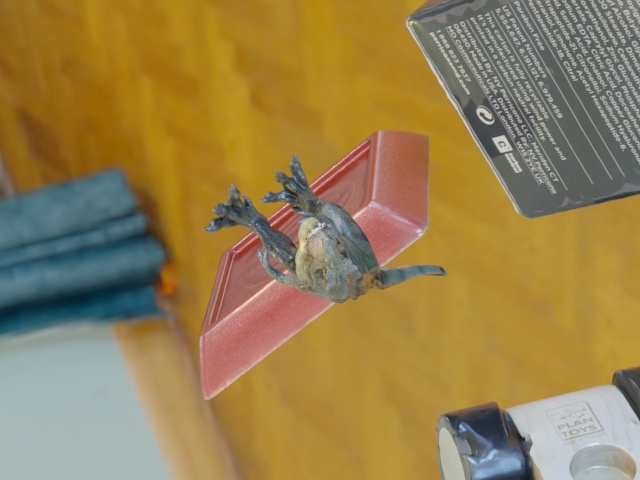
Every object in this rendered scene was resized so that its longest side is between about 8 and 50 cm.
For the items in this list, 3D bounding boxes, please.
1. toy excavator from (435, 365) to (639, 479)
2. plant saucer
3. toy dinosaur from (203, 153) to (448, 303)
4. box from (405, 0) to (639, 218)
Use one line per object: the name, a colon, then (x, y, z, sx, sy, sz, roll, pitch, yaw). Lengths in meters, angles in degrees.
toy excavator: (0.228, 0.309, 1.781, 0.433, 0.222, 0.445, -116, 17, -51)
plant saucer: (-0.012, 0.006, 1.772, 0.048, 0.258, 0.259, 47, -163, -15)
toy dinosaur: (0.000, 0.000, 1.267, 0.118, 0.268, 0.064, 36, 100, 14)
box: (0.320, -0.205, 1.543, 0.395, 0.293, 0.212, -14, 112, 56)
